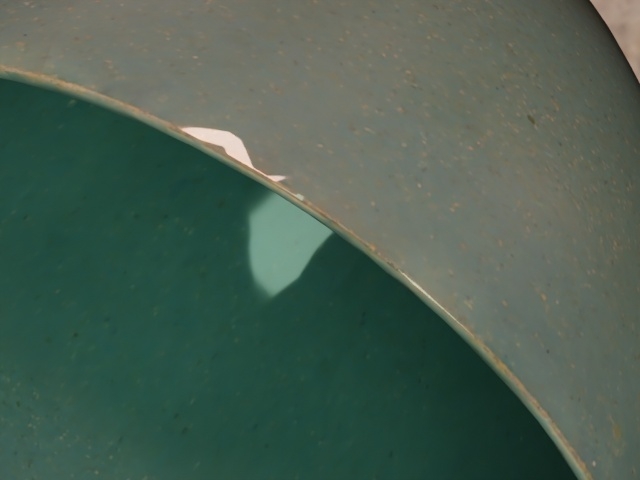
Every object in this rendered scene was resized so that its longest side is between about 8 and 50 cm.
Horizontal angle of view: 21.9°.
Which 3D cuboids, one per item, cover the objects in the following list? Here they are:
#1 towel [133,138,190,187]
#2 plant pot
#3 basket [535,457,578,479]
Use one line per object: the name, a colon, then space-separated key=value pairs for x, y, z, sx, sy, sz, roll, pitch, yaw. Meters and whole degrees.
towel: x=-0.121 y=-0.129 z=0.604 sx=0.237 sy=0.021 sz=0.102 roll=40 pitch=103 yaw=-12
plant pot: x=0.000 y=0.000 z=0.528 sx=0.290 sy=0.195 sz=0.290 roll=22 pitch=143 yaw=18
basket: x=0.156 y=0.065 z=0.605 sx=0.113 sy=0.103 sz=0.167 roll=40 pitch=117 yaw=-14
